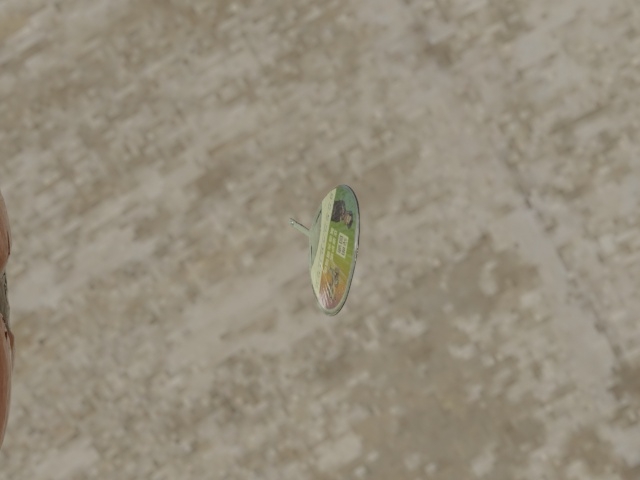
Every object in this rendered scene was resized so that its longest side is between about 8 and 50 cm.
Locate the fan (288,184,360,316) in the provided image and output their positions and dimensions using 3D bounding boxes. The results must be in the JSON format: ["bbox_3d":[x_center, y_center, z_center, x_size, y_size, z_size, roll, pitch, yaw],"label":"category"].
[{"bbox_3d":[0.004,-0.005,0.861,0.003,0.060,0.080,5,40,-25],"label":"fan"}]

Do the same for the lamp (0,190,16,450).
[{"bbox_3d":[-0.162,0.008,0.400,0.188,0.164,0.187,-13,25,6],"label":"lamp"}]
